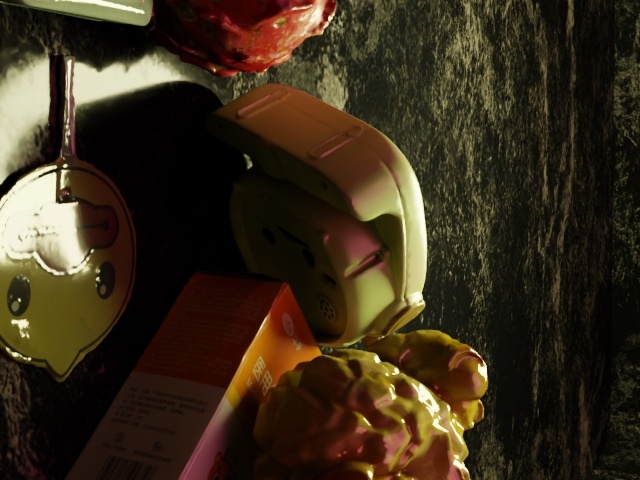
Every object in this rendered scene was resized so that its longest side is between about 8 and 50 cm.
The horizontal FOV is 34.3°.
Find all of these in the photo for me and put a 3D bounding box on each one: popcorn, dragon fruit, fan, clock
[{"bbox_3d":[0.050,0.233,1.157,0.265,0.225,0.332,41,73,-23],"label":"popcorn"},{"bbox_3d":[-0.078,-0.288,1.082,0.268,0.210,0.205,110,2,-62],"label":"dragon fruit"},{"bbox_3d":[-0.259,-0.018,1.047,0.229,0.011,0.335,-12,106,-60],"label":"fan"},{"bbox_3d":[0.000,0.000,1.264,0.117,0.286,0.348,-32,133,-27],"label":"clock"}]

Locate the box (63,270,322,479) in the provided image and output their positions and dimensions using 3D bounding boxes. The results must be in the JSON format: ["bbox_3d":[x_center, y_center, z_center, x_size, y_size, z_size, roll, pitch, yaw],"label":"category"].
[{"bbox_3d":[-0.126,0.229,1.206,0.341,0.143,0.225,-61,144,-34],"label":"box"}]

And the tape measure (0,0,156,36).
[{"bbox_3d":[-0.230,-0.303,0.946,0.235,0.115,0.207,-10,110,-64],"label":"tape measure"}]
